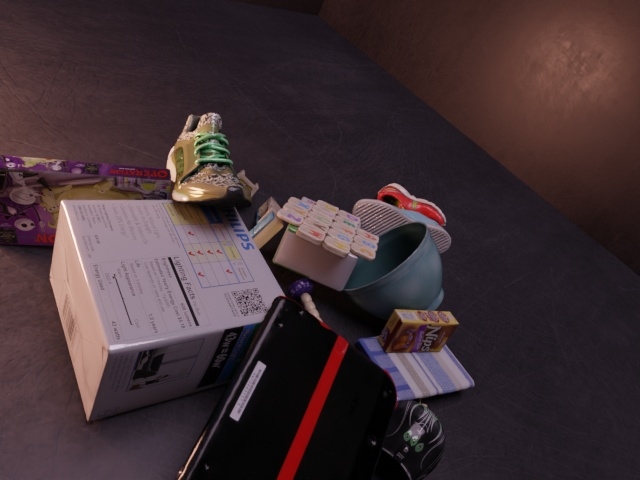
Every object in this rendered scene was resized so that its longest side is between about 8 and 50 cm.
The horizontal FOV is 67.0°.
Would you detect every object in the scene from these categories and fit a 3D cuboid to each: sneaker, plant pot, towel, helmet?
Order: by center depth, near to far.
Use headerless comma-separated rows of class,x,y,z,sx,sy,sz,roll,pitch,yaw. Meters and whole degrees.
helmet,0.184,0.423,1.030,0.169,0.169,0.161,42,54,15
sneaker,-0.259,-0.191,1.082,0.157,0.182,0.410,-1,22,-30
towel,0.248,0.322,1.266,0.284,0.034,0.209,2,36,-34
plant pot,0.220,0.112,1.344,0.196,0.293,0.293,53,33,-15
sneaker,0.272,-0.056,1.700,0.365,0.135,0.150,24,17,-12
sneaker,0.333,-0.107,1.816,0.278,0.107,0.118,31,39,19

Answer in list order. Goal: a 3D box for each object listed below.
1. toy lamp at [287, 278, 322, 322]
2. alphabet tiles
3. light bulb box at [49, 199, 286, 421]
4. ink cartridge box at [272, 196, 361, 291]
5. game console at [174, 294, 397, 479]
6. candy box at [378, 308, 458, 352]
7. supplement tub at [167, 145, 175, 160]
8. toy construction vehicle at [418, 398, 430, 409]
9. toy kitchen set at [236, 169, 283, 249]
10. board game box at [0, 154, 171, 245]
toy lamp,-0.001,0.219,1.198,0.080,0.080,0.275,-1,46,-36
alphabet tiles,0.028,-0.039,1.302,0.277,0.021,0.284,26,23,1
light bulb box,-0.308,0.110,0.984,0.360,0.225,0.358,-4,48,-40
ink cartridge box,0.000,0.000,1.367,0.201,0.117,0.278,24,23,-3
game console,-0.032,0.342,0.871,0.342,0.060,0.387,39,55,-16
candy box,0.256,0.237,1.263,0.186,0.109,0.053,5,34,-28
supplement tub,-0.342,-0.178,1.372,0.144,0.144,0.200,0,45,-35
toy construction vehicle,0.219,0.405,1.175,0.085,0.035,0.098,12,36,-6
toy kitchen set,-0.209,-0.087,1.373,0.166,0.122,0.207,44,9,-20
board game box,-0.510,-0.074,1.041,0.346,0.208,0.056,1,47,-23
